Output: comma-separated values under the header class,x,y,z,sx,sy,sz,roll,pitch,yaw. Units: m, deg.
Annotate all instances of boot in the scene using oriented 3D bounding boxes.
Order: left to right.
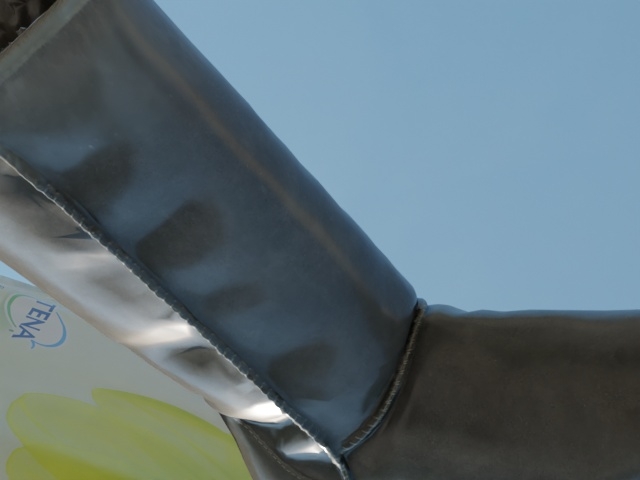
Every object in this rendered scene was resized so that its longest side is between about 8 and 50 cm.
class,x,y,z,sx,sy,sz,roll,pitch,yaw
boot,0.000,0.001,0.444,0.190,0.208,0.076,-20,-150,29

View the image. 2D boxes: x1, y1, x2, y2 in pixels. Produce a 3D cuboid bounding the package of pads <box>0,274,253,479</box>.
class,x,y,z,sx,sy,sz,roll,pitch,yaw
package of pads,-0.117,0.111,0.732,0.229,0.297,0.101,-73,-177,-71
